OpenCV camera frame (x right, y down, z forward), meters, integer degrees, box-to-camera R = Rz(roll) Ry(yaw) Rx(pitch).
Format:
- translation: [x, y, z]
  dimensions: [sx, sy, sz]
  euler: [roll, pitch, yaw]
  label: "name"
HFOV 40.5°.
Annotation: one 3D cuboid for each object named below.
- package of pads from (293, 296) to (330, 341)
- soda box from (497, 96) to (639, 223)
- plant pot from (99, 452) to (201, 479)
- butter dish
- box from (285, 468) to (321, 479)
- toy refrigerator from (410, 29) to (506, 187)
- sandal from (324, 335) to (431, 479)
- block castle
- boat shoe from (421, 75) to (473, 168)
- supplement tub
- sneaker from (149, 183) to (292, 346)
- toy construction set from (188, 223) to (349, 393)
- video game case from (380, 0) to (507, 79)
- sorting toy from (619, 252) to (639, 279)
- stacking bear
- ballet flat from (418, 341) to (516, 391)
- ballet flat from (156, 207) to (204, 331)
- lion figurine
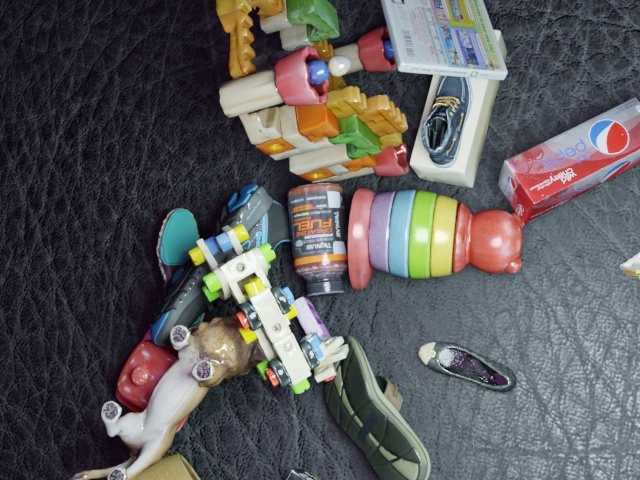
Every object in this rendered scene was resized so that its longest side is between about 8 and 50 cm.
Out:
- translation: [-0.018, 0.145, 1.570]
  dimensions: [0.032, 0.050, 0.083]
  euler: [-33, 71, 7]
  label: "package of pads"
- translation: [0.431, -0.133, 1.442]
  dimensions: [0.263, 0.083, 0.092]
  euler: [-26, 70, -10]
  label: "soda box"
- translation: [-0.317, 0.494, 1.505]
  dimensions: [0.254, 0.237, 0.237]
  euler: [-34, 69, -10]
  label: "plant pot"
- translation: [-0.307, 0.252, 1.597]
  dimensions: [0.160, 0.118, 0.160]
  euler: [26, 86, 20]
  label: "butter dish"
- translation: [-0.014, 0.589, 1.449]
  dimensions: [0.257, 0.079, 0.322]
  euler: [28, 86, 23]
  label: "box"
- translation: [0.251, -0.239, 1.560]
  dimensions: [0.102, 0.094, 0.269]
  euler: [11, 79, 23]
  label: "toy refrigerator"
- translation: [0.098, 0.294, 1.476]
  dimensions: [0.120, 0.086, 0.303]
  euler: [-56, 49, 30]
  label: "sandal"
- translation: [0.020, -0.287, 1.452]
  dimensions: [0.213, 0.453, 0.303]
  euler: [-11, 73, 22]
  label: "block castle"
- translation: [0.215, -0.220, 1.469]
  dimensions: [0.065, 0.083, 0.183]
  euler: [4, 76, 22]
  label: "boat shoe"
- translation: [0.000, 0.000, 1.565]
  dimensions: [0.106, 0.106, 0.198]
  euler: [-9, 82, 15]
  label: "supplement tub"
- translation: [-0.171, 0.064, 1.566]
  dimensions: [0.139, 0.125, 0.341]
  euler: [42, 81, -23]
  label: "sneaker"
- translation: [-0.083, 0.129, 1.422]
  dimensions: [0.151, 0.215, 0.328]
  euler: [-44, 105, -11]
  label: "toy construction set"
- translation: [0.205, -0.364, 1.486]
  dimensions: [0.193, 0.023, 0.212]
  euler: [1, 56, -16]
  label: "video game case"
- translation: [0.536, 0.029, 1.415]
  dimensions: [0.083, 0.075, 0.045]
  euler: [-36, 69, 7]
  label: "sorting toy"
- translation: [0.200, -0.005, 1.486]
  dimensions: [0.289, 0.164, 0.175]
  euler: [4, 66, 11]
  label: "stacking bear"
- translation: [0.249, 0.210, 1.473]
  dimensions: [0.173, 0.049, 0.057]
  euler: [16, 81, 20]
  label: "ballet flat"
- translation: [-0.272, 0.061, 1.654]
  dimensions: [0.091, 0.077, 0.241]
  euler: [3, 73, -25]
  label: "ballet flat"
- translation: [-0.247, 0.271, 1.490]
  dimensions: [0.392, 0.240, 0.142]
  euler: [-43, 77, -4]
  label: "lion figurine"
